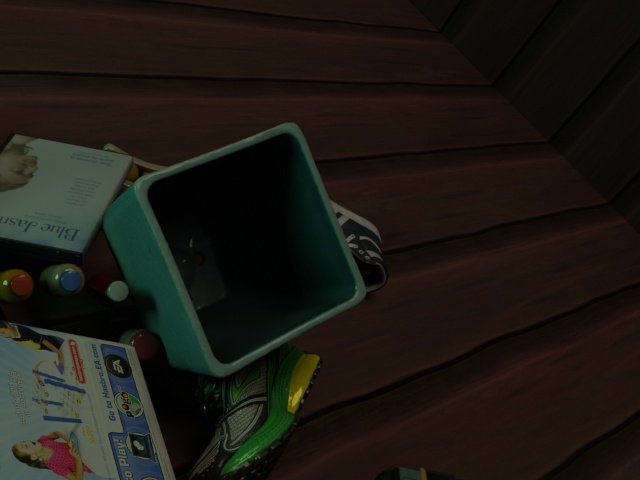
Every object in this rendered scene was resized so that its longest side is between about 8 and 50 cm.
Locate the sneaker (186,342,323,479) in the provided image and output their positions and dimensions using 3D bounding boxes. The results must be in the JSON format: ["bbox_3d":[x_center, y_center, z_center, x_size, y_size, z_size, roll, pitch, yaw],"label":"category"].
[{"bbox_3d":[-0.109,0.225,1.203,0.146,0.134,0.343,29,23,-1],"label":"sneaker"}]

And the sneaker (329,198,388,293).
[{"bbox_3d":[0.000,0.000,1.611,0.282,0.099,0.153,23,32,-28],"label":"sneaker"}]

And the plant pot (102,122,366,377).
[{"bbox_3d":[-0.141,0.024,1.230,0.247,0.252,0.247,-26,95,-35],"label":"plant pot"}]

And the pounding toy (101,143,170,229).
[{"bbox_3d":[-0.210,-0.035,1.394,0.269,0.154,0.155,24,33,-20],"label":"pounding toy"}]

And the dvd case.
[{"bbox_3d":[-0.367,-0.061,1.247,0.180,0.022,0.253,11,35,-1],"label":"dvd case"}]

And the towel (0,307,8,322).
[{"bbox_3d":[-0.437,0.132,1.036,0.227,0.076,0.308,3,44,-53],"label":"towel"}]

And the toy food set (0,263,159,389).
[{"bbox_3d":[-0.272,0.101,1.124,0.111,0.104,0.232,-47,107,-21],"label":"toy food set"}]

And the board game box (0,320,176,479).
[{"bbox_3d":[-0.292,0.212,0.899,0.302,0.086,0.308,18,31,-38],"label":"board game box"}]

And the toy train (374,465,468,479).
[{"bbox_3d":[0.151,0.432,1.170,0.190,0.142,0.334,15,37,-11],"label":"toy train"}]
